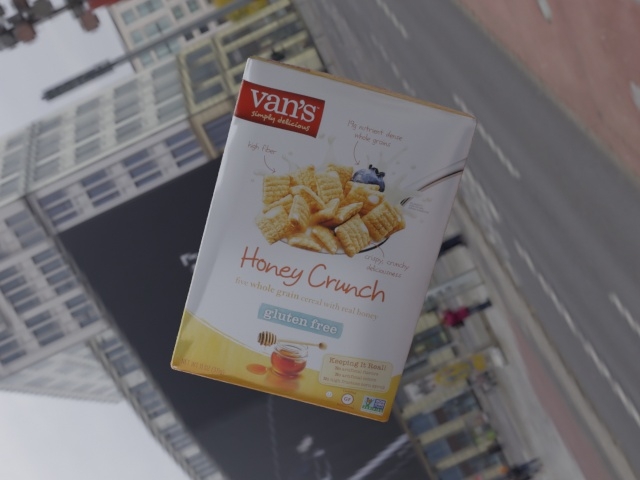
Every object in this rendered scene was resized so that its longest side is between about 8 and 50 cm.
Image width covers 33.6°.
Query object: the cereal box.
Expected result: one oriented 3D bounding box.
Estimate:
[{"bbox_3d":[0.000,0.000,0.787,0.047,0.173,0.240,-90,14,-77],"label":"cereal box"}]
